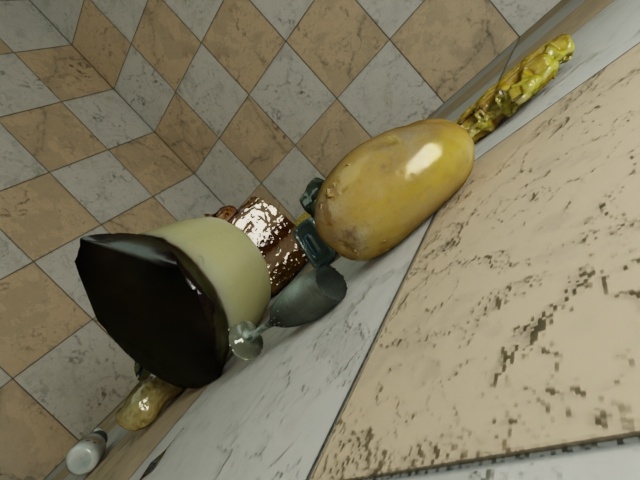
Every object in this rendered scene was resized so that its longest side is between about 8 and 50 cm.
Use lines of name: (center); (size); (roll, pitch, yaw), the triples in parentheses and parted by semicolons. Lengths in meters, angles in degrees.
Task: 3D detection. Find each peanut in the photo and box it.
peanut: (-0.360, 0.322, 0.909); (0.099, 0.099, 0.214); (-38, 7, 42)

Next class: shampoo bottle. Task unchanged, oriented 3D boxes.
shampoo bottle: (-0.586, 0.531, 1.039); (0.074, 0.074, 0.192); (-45, 4, -19)

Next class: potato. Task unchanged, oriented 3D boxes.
potato: (0.095, -0.072, 0.532); (0.234, 0.146, 0.150); (-42, 35, -2)

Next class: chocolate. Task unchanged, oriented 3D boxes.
chocolate: (-0.263, 0.086, 0.841); (0.314, 0.326, 0.297); (10, 35, 23)

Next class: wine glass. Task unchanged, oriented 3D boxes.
wine glass: (-0.049, 0.101, 0.554); (0.198, 0.066, 0.066); (-38, 7, 35)

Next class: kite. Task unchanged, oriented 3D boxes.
kite: (-0.224, 0.300, 0.569); (0.044, 0.002, 0.078); (-40, 7, 33)

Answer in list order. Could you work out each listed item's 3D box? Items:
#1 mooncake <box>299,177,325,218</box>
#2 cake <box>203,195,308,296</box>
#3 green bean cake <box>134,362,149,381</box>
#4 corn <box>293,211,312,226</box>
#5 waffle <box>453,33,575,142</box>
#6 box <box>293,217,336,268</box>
mooncake: (0.018, -0.087, 1.010); (0.104, 0.168, 0.175); (-44, -10, 3)
cake: (-0.185, 0.002, 1.129); (0.198, 0.293, 0.196); (-49, 7, -18)
green bean cake: (-0.418, 0.208, 1.087); (0.285, 0.310, 0.202); (-41, 7, -1)
corn: (-0.086, 0.000, 1.422); (0.305, 0.106, 0.106); (-46, 6, -26)
waffle: (0.297, -0.231, 0.700); (0.291, 0.051, 0.291); (-43, 2, 2)
box: (0.000, 0.000, 0.838); (0.054, 0.099, 0.074); (-27, -8, -46)
